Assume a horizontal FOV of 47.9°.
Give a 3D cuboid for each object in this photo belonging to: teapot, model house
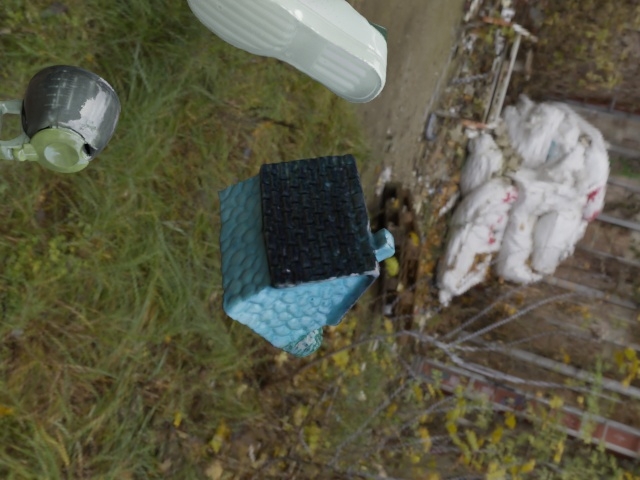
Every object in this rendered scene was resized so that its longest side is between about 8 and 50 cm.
[{"bbox_3d":[-0.265,-0.108,0.717,0.092,0.124,0.090,55,24,-44],"label":"teapot"},{"bbox_3d":[0.000,0.000,1.088,0.226,0.241,0.261,38,33,-44],"label":"model house"}]

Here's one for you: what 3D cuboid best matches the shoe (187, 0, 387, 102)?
[{"bbox_3d":[-0.040,-0.383,1.232,0.132,0.363,0.160,-52,-164,50],"label":"shoe"}]
